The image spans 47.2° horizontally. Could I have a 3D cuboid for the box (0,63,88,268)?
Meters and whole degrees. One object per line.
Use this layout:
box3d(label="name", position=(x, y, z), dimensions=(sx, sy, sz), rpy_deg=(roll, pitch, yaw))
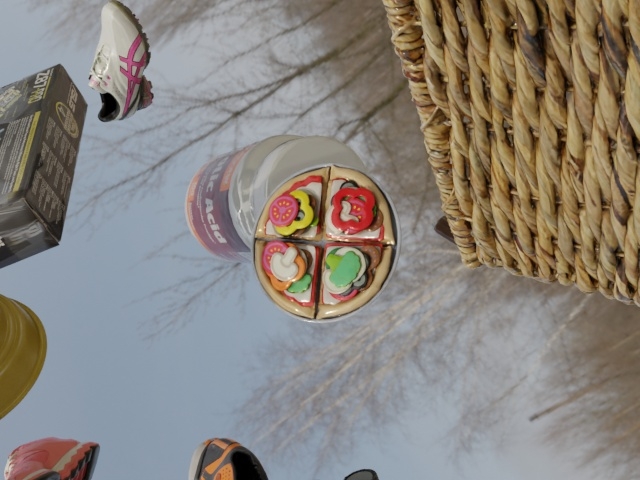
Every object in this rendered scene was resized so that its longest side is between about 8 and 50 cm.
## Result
box3d(label="box", position=(-0.523, -0.089, 1.080), dimensions=(0.395, 0.318, 0.097), rpy_deg=(-105, -10, -50))

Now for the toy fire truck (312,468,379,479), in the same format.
box3d(label="toy fire truck", position=(-0.014, 0.424, 0.990), dimensions=(0.246, 0.217, 0.158), rpy_deg=(-57, -52, -71))

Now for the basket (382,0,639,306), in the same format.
box3d(label="basket", position=(0.200, -0.120, 0.454), dimensions=(0.223, 0.213, 0.299), rpy_deg=(17, 146, 40))

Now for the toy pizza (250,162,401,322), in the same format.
box3d(label="toy pizza", position=(0.000, 0.000, 0.898), dimensions=(0.201, 0.201, 0.032), rpy_deg=(59, -167, 21))

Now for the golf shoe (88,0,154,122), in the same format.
box3d(label="golf shoe", position=(-0.283, -0.242, 1.022), dimensions=(0.067, 0.186, 0.086), rpy_deg=(34, -126, 22))

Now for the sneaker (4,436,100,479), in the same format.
box3d(label="sneaker", position=(-0.536, 0.441, 1.348), dimensions=(0.136, 0.116, 0.314), rpy_deg=(16, -177, 9))

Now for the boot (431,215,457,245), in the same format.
box3d(label="boot", position=(0.245, -0.013, 1.217), dimensions=(0.114, 0.037, 0.106), rpy_deg=(32, -152, 15))

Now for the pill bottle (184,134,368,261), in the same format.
box3d(label="pill bottle", position=(-0.085, -0.067, 1.305), dimensions=(0.224, 0.224, 0.392), rpy_deg=(47, 161, -18))

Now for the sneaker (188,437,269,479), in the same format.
box3d(label="sneaker", position=(-0.182, 0.538, 1.368), dimensions=(0.124, 0.180, 0.321), rpy_deg=(8, -100, -36))

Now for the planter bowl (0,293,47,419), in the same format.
box3d(label="planter bowl", position=(-0.414, 0.107, 0.780), dimensions=(0.217, 0.217, 0.090), rpy_deg=(-110, 13, -46))
